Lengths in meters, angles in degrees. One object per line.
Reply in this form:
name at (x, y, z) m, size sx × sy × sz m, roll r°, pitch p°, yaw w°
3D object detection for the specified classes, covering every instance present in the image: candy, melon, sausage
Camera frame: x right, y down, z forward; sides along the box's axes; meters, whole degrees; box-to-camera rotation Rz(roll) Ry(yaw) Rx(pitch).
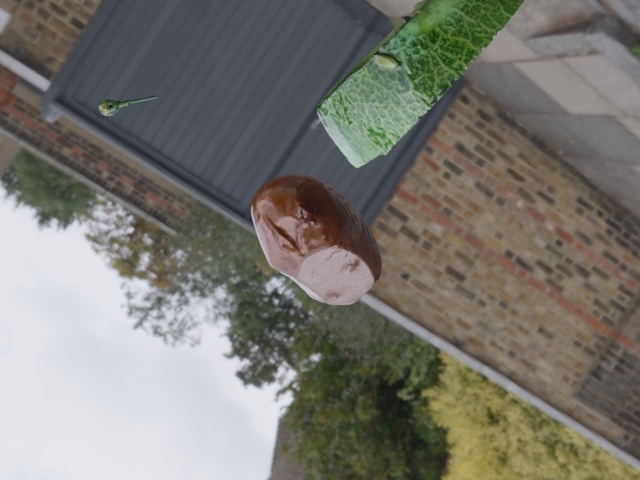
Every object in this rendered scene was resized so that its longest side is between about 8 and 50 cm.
candy at (-0.264, -0.191, 1.090) m, size 0.025 × 0.083 × 0.023 m, roll 94°, pitch 153°, yaw -47°
melon at (0.083, -0.151, 0.598) m, size 0.064 × 0.209 × 0.118 m, roll 42°, pitch 179°, yaw -6°
sausage at (-0.001, -0.002, 0.999) m, size 0.133 × 0.133 × 0.258 m, roll 37°, pitch 177°, yaw 31°
